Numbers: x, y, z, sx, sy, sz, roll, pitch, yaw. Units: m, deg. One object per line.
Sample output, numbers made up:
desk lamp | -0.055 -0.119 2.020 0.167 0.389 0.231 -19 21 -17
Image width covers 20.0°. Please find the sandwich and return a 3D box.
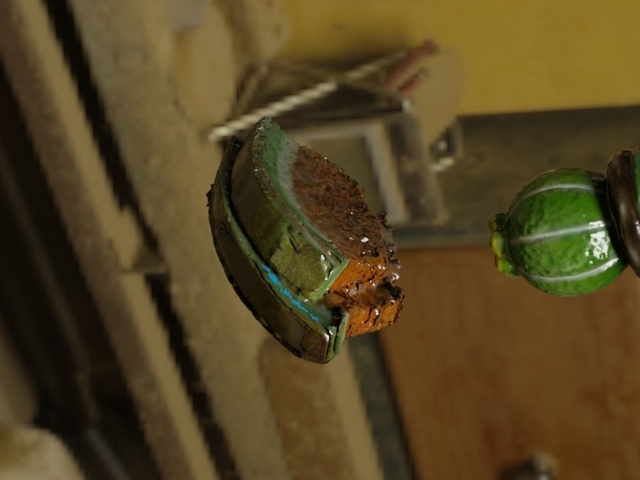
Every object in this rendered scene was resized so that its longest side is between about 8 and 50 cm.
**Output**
sandwich | -0.005 -0.002 1.434 0.235 0.159 0.079 -95 -155 -53

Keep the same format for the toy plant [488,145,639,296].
toy plant | 0.191 -0.013 1.200 0.093 0.162 0.092 -12 90 -70
